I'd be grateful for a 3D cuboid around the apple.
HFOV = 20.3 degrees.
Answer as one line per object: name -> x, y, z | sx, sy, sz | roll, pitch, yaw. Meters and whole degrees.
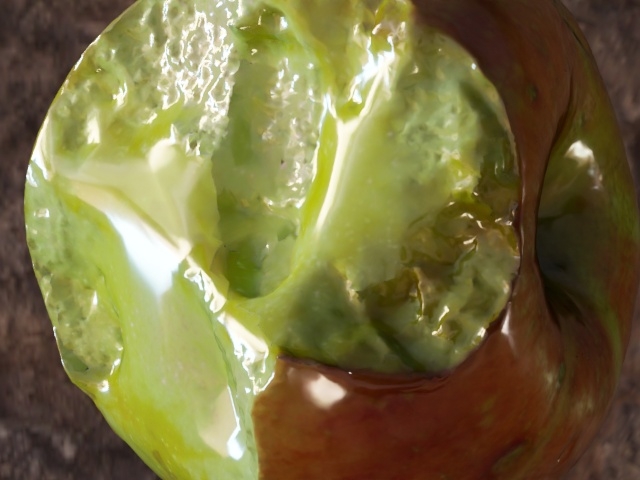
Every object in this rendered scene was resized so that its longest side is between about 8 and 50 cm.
apple -> 0.000, 0.000, 0.695 | 0.226, 0.246, 0.246 | -4, -125, 26
